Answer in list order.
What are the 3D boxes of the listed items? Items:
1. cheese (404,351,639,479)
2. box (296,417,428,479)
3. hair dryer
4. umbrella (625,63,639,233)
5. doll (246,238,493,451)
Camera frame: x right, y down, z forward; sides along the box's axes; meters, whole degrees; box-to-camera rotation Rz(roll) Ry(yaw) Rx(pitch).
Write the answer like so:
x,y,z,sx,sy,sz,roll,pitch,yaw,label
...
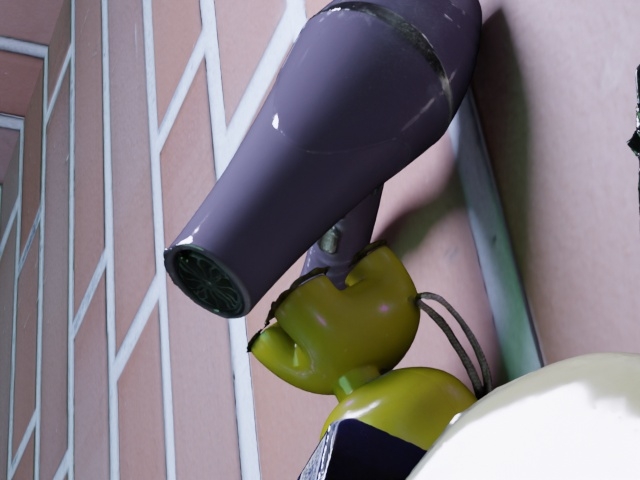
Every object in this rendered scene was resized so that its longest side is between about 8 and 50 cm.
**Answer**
x,y,z,sx,sy,sz,roll,pitch,yaw,label
0.106,0.169,0.561,0.266,0.127,0.233,-49,20,4,cheese
0.031,0.227,0.769,0.071,0.168,0.259,-72,8,-53,box
0.000,0.000,0.984,0.301,0.121,0.361,-52,-18,-33,hair dryer
0.174,-0.026,0.727,0.022,0.022,0.149,74,-159,-77,umbrella
0.052,0.116,0.833,0.221,0.135,0.143,52,134,21,doll
